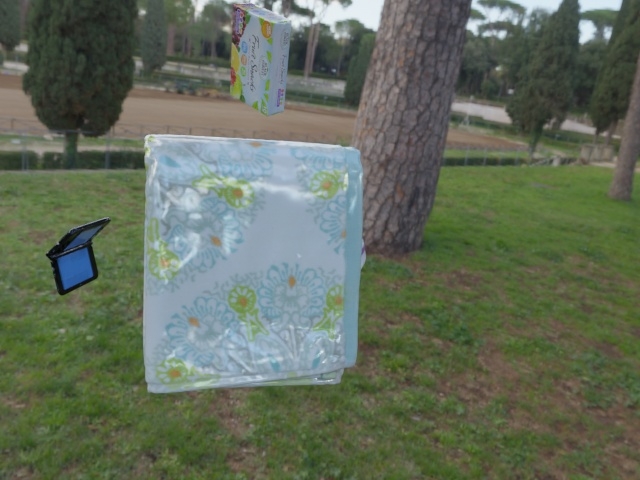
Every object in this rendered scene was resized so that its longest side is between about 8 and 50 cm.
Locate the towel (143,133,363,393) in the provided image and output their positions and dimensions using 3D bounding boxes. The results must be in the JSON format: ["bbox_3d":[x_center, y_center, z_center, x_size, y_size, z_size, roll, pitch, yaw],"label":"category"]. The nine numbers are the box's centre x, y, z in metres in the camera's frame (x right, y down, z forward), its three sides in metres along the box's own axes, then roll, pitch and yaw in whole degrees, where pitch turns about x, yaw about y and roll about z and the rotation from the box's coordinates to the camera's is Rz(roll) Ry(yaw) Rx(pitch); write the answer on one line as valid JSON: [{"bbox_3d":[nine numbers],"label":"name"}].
[{"bbox_3d":[-0.098,0.038,0.845,0.320,0.374,0.090,0,3,-19],"label":"towel"}]

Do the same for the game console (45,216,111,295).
[{"bbox_3d":[-0.415,0.025,1.000,0.071,0.107,0.122,49,15,-3],"label":"game console"}]

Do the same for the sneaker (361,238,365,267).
[{"bbox_3d":[0.000,0.000,1.169,0.114,0.152,0.305,38,20,-31],"label":"sneaker"}]

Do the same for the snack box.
[{"bbox_3d":[-0.093,-0.275,0.861,0.037,0.141,0.100,-25,47,-37],"label":"snack box"}]
